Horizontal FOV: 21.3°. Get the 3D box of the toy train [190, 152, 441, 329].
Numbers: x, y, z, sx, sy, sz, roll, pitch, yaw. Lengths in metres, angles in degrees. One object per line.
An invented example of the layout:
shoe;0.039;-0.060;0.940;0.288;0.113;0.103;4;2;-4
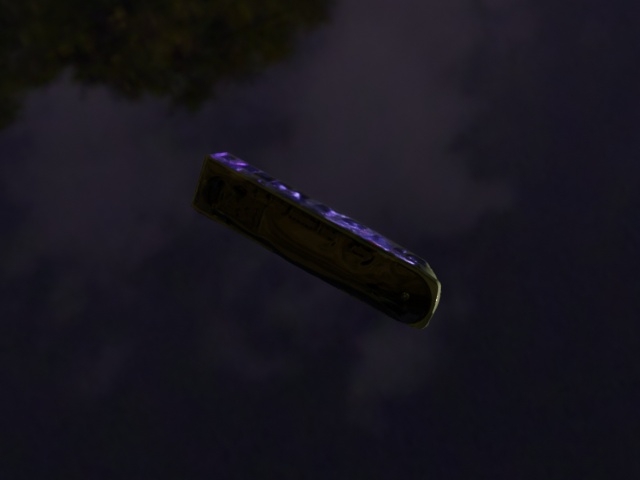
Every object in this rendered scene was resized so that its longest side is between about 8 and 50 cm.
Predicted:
toy train;0.000;0.000;1.186;0.207;0.043;0.047;29;-158;27
